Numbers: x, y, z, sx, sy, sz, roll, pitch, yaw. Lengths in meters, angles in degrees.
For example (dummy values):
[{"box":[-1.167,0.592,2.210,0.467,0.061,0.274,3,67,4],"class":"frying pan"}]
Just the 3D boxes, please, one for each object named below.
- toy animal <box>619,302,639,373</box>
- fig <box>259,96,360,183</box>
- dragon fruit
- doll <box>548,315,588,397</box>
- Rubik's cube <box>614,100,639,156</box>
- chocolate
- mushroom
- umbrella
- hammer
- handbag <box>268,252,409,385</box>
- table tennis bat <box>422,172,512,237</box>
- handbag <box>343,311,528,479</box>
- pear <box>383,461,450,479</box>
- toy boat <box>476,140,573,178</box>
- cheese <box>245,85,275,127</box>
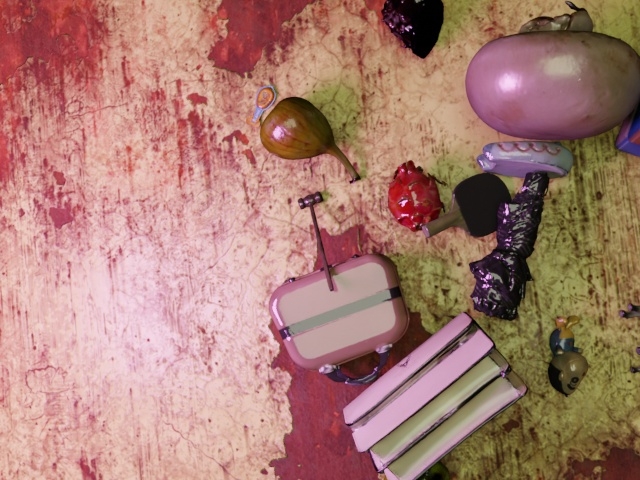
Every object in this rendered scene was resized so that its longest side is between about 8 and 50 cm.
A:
[{"box":[0.750,0.179,1.639,0.176,0.073,0.216,-7,89,-7],"class":"toy animal"},{"box":[-0.012,-0.225,1.744,0.259,0.151,0.151,33,91,5],"class":"fig"},{"box":[0.211,-0.097,1.712,0.136,0.133,0.166,-20,89,-34],"class":"dragon fruit"},{"box":[0.547,0.257,1.658,0.089,0.102,0.179,3,90,51],"class":"doll"},{"box":[0.852,-0.320,1.522,0.344,0.346,0.347,21,88,10],"class":"Rubik's cube"},{"box":[0.200,-0.515,1.750,0.133,0.156,0.156,22,89,28],"class":"chocolate"},{"box":[0.485,-0.360,1.567,0.362,0.362,0.294,4,93,8],"class":"mushroom"},{"box":[0.411,0.006,1.654,0.128,0.154,0.336,14,94,50],"class":"umbrella"},{"box":[0.000,0.000,1.703,0.058,0.029,0.292,-22,48,9],"class":"hammer"},{"box":[0.058,0.190,1.701,0.302,0.149,0.283,-20,85,5],"class":"handbag"},{"box":[0.332,-0.065,1.683,0.247,0.022,0.138,-25,94,-23],"class":"table tennis bat"},{"box":[0.231,0.330,1.619,0.358,0.236,0.160,-39,105,3],"class":"handbag"},{"box":[0.196,0.590,1.603,0.164,0.238,0.255,0,88,14],"class":"pear"},{"box":[0.458,-0.190,1.675,0.208,0.134,0.078,5,77,4],"class":"toy boat"},{"box":[-0.145,-0.328,1.831,0.047,0.017,0.111,26,90,12],"class":"cheese"}]
